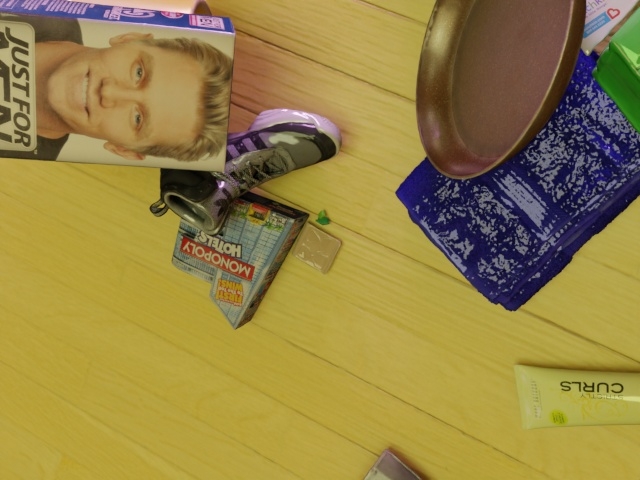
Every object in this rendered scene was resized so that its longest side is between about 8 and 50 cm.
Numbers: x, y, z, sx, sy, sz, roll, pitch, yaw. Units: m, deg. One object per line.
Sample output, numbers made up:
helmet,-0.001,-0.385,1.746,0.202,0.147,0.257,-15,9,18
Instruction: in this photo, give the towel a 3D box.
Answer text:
towel,0.261,-0.082,0.997,0.227,0.076,0.308,45,113,7

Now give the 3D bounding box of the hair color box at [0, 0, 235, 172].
hair color box,-0.281,-0.187,0.953,0.348,0.105,0.173,2,114,-11

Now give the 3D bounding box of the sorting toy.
sorting toy,0.000,0.000,1.157,0.062,0.012,0.083,32,112,14

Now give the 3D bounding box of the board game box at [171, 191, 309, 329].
board game box,-0.136,0.022,1.192,0.194,0.060,0.194,21,107,18

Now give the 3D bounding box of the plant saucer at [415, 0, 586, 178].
plant saucer,0.203,-0.219,0.914,0.050,0.310,0.310,9,108,-20

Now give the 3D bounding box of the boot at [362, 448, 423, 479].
boot,0.130,0.430,1.157,0.209,0.076,0.189,30,96,7

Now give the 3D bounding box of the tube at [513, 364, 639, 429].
tube,0.370,0.202,1.022,0.240,0.062,0.070,-4,58,28

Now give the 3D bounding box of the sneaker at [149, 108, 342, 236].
sneaker,-0.105,-0.086,1.091,0.269,0.153,0.101,-5,141,18

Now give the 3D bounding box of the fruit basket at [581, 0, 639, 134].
fruit basket,0.483,-0.209,0.833,0.353,0.165,0.327,-34,79,-4

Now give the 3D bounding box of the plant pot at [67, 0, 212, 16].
plant pot,-0.273,-0.246,1.108,0.239,0.254,0.253,-1,101,6
